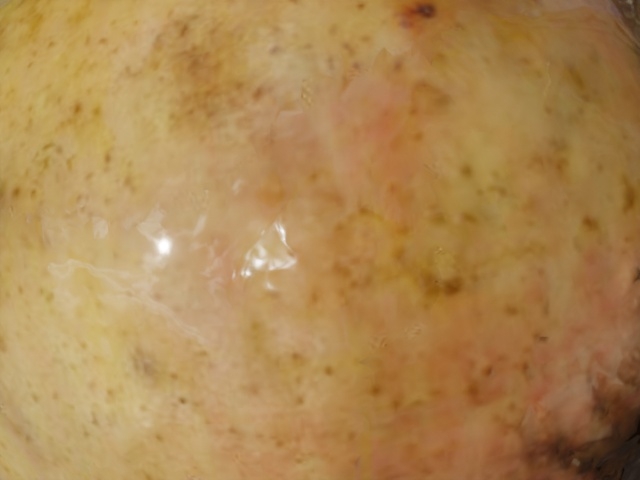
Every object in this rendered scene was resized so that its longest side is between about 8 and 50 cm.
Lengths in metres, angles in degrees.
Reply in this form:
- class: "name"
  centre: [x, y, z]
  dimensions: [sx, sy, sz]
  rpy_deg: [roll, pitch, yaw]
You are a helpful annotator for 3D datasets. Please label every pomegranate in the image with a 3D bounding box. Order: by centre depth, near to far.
- class: "pomegranate"
  centre: [0.000, 0.000, 0.644]
  dimensions: [0.322, 0.322, 0.322]
  rpy_deg: [-2, 43, 2]
